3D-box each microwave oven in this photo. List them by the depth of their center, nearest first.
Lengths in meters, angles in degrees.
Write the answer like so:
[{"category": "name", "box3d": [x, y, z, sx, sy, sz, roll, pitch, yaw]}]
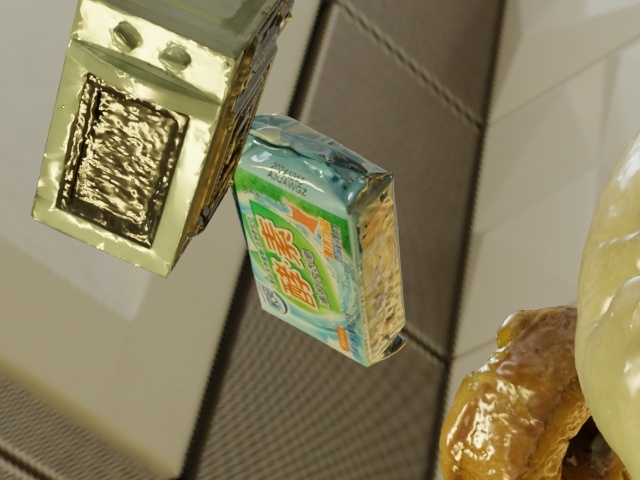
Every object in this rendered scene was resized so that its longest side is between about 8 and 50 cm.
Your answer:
[{"category": "microwave oven", "box3d": [-0.110, -0.105, 0.967, 0.122, 0.208, 0.162, 25, -140, 2]}]

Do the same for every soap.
[{"category": "soap", "box3d": [0.000, 0.000, 1.279, 0.077, 0.156, 0.293, -45, -34, -28]}]

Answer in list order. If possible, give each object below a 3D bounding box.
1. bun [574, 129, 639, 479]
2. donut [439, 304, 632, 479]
[{"category": "bun", "box3d": [0.176, 0.020, 0.441, 0.178, 0.128, 0.193, 19, -130, 11]}, {"category": "donut", "box3d": [0.218, 0.167, 1.225, 0.227, 0.226, 0.114, 14, -165, -42]}]
